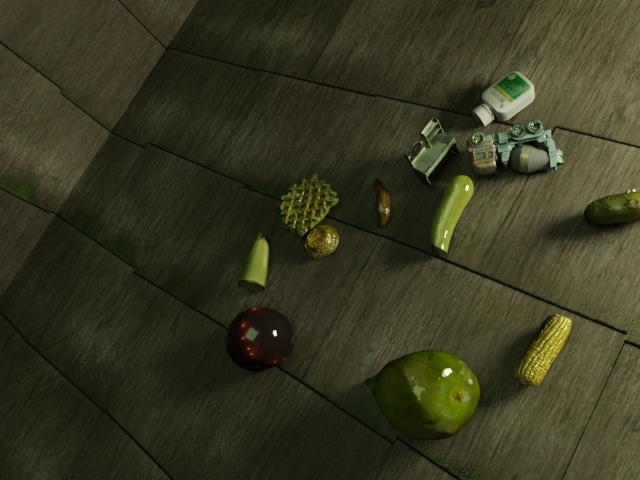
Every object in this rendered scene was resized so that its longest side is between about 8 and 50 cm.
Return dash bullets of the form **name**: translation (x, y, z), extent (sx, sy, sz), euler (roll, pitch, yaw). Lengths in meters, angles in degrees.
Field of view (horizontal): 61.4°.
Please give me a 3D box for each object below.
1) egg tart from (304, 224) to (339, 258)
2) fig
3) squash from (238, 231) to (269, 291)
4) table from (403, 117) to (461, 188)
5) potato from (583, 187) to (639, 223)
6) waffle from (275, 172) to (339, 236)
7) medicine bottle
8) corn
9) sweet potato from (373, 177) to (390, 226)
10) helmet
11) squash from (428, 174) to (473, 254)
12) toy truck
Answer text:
- **egg tart**: translation (0.000, 0.000, 1.804), extent (0.130, 0.052, 0.130), euler (-12, 60, 21)
- **fig**: translation (0.248, 0.412, 1.399), extent (0.314, 0.233, 0.233), euler (-43, 48, 39)
- **squash**: translation (-0.223, 0.065, 1.883), extent (0.094, 0.094, 0.224), euler (-9, 56, 25)
- **table**: translation (0.348, -0.267, 1.665), extent (0.062, 0.175, 0.146), euler (37, 87, 37)
- **potato**: translation (0.780, -0.085, 1.391), extent (0.188, 0.105, 0.085), euler (-12, 79, 38)
- **waffle**: translation (-0.053, -0.124, 1.892), extent (0.223, 0.054, 0.204), euler (-44, 54, 1)
- **medicine bottle**: translation (0.571, -0.439, 1.695), extent (0.183, 0.069, 0.119), euler (-37, 57, 9)
- **corn**: translation (0.560, 0.274, 1.354), extent (0.072, 0.072, 0.203), euler (30, 82, 36)
- **sweet potato**: translation (0.201, -0.132, 1.758), extent (0.053, 0.054, 0.182), euler (-10, 60, 14)
- **helmet**: translation (-0.191, 0.306, 1.692), extent (0.216, 0.193, 0.189), euler (-1, 61, -4)
- **squash**: translation (0.388, -0.083, 1.616), extent (0.083, 0.083, 0.250), euler (18, 79, 34)
- **toy truck**: translation (0.569, -0.257, 1.588), extent (0.256, 0.108, 0.140), euler (-9, 76, 22)
